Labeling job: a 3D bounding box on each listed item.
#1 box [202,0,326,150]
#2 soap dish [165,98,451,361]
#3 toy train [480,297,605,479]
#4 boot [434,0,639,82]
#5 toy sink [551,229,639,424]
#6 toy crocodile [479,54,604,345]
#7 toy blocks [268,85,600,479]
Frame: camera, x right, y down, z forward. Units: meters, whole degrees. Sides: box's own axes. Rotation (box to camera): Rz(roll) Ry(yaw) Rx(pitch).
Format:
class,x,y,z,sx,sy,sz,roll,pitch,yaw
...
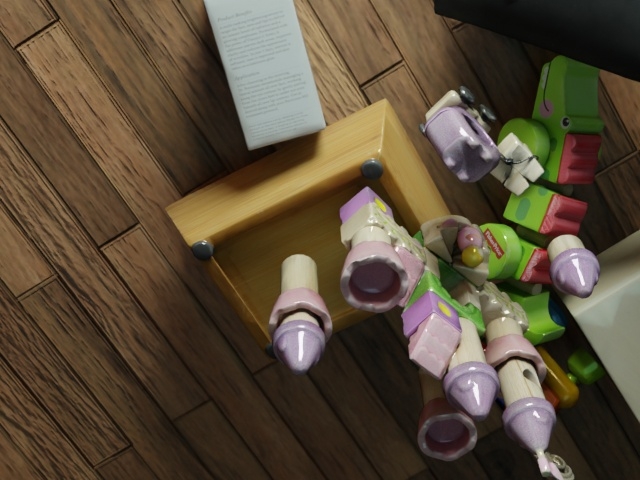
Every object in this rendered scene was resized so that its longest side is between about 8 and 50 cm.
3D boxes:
class,x,y,z,sx,sy,sz,roll,pitch,yaw
box,-0.061,-0.205,1.145,0.091,0.130,0.170,-15,110,3
soap dish,0.000,0.000,1.208,0.291,0.118,0.229,-25,117,12
toy train,0.291,0.191,1.274,0.143,0.105,0.248,-38,64,-1
boot,0.319,-0.178,1.070,0.445,0.146,0.367,24,105,6
toy sink,0.420,0.123,1.296,0.153,0.131,0.234,-33,104,8
toy crocodile,0.263,-0.045,1.209,0.115,0.105,0.340,4,105,-38
toy blocks,0.137,0.077,1.038,0.289,0.260,0.309,38,112,-20
